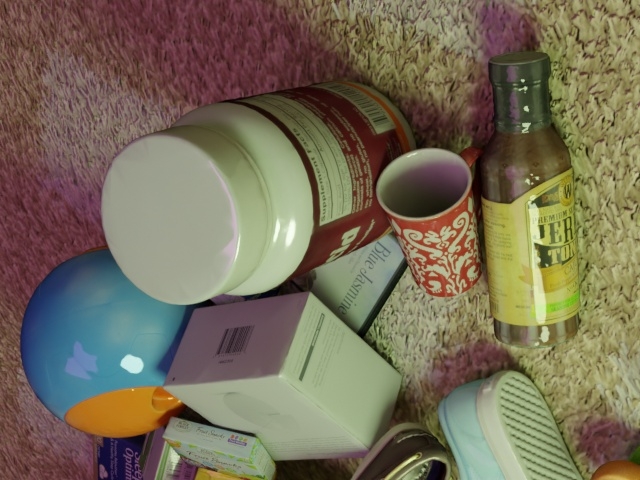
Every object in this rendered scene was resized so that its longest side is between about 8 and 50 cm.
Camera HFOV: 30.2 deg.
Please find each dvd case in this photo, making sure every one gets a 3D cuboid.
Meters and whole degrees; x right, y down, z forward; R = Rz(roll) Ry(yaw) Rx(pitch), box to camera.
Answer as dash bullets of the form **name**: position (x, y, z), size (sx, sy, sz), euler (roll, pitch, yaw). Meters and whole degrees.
- **dvd case**: position (0.000, 0.000, 1.652), size (0.253, 0.022, 0.180), euler (41, 128, 16)

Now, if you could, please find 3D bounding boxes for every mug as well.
- **mug**: position (0.158, -0.022, 1.444), size (0.169, 0.150, 0.113), euler (68, 178, -47)

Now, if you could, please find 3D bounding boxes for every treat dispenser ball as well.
- **treat dispenser ball**: position (-0.301, 0.149, 1.771), size (0.288, 0.288, 0.288), euler (16, 118, 32)

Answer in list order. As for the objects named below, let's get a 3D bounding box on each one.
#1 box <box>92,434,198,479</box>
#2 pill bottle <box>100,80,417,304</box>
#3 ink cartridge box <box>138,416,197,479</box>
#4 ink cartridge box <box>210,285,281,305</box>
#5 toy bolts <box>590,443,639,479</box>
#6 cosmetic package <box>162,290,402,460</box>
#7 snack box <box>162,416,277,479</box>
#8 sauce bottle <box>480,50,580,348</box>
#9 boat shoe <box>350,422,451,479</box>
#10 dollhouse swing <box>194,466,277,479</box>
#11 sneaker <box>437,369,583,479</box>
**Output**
- **box**: position (-0.305, 0.405, 2.052), size (0.225, 0.036, 0.136), euler (19, 120, 29)
- **pill bottle**: position (-0.061, -0.062, 1.410), size (0.224, 0.392, 0.224), euler (9, 107, 30)
- **ink cartridge box**: position (-0.242, 0.345, 1.906), size (0.209, 0.062, 0.108), euler (-154, 79, -75)
- **ink cartridge box**: position (-0.162, 0.025, 1.738), size (0.207, 0.097, 0.046), euler (37, 126, 19)
- **toy bolts**: position (0.431, 0.290, 1.355), size (0.218, 0.158, 0.228), euler (35, 127, 21)
- **cosmetic package**: position (-0.049, 0.194, 1.635), size (0.224, 0.138, 0.224), euler (-10, 137, 40)
- **snack box**: position (-0.143, 0.301, 1.691), size (0.141, 0.037, 0.100), euler (10, 149, 23)
- **sauce bottle**: position (0.242, -0.045, 1.388), size (0.111, 0.111, 0.344), euler (6, 114, 36)
- **boat shoe**: position (0.057, 0.390, 1.549), size (0.117, 0.097, 0.324), euler (37, 90, -18)
- **dollhouse swing**: position (-0.082, 0.538, 1.740), size (0.305, 0.346, 0.315), euler (15, 149, -1)
- **sneaker**: position (0.260, 0.349, 1.545), size (0.150, 0.135, 0.365), euler (-21, 87, 49)
